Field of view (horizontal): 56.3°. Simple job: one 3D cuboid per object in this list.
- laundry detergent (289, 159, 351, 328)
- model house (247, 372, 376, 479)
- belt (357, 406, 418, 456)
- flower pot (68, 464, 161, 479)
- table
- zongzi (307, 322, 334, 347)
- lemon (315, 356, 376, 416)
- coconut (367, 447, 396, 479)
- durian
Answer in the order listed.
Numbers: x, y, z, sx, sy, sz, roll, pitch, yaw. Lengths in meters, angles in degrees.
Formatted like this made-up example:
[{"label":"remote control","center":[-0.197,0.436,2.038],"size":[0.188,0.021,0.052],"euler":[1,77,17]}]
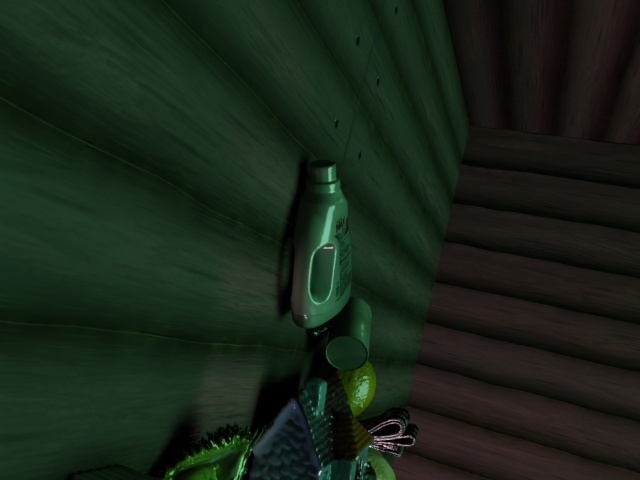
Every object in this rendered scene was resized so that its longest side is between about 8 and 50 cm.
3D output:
[{"label":"laundry detergent","center":[0.000,0.000,1.524],"size":[0.264,0.125,0.397],"euler":[-41,137,-57]},{"label":"model house","center":[0.010,0.518,1.594],"size":[0.360,0.297,0.339],"euler":[6,92,-68]},{"label":"belt","center":[0.116,0.593,1.831],"size":[0.094,0.360,0.126],"euler":[-35,112,-70]},{"label":"flower pot","center":[-0.299,0.477,0.905],"size":[0.209,0.190,0.239],"euler":[78,32,-47]},{"label":"table","center":[0.089,0.278,1.810],"size":[0.220,0.126,0.126],"euler":[-74,167,-65]},{"label":"zongzi","center":[-0.010,0.279,1.753],"size":[0.083,0.067,0.073],"euler":[-24,122,-40]},{"label":"lemon","center":[0.075,0.445,1.846],"size":[0.192,0.192,0.231],"euler":[49,54,-64]},{"label":"coconut","center":[0.110,0.818,2.008],"size":[0.254,0.297,0.297],"euler":[-47,143,-54]},{"label":"durian","center":[-0.233,0.503,1.113],"size":[0.158,0.169,0.351],"euler":[76,32,-47]}]
